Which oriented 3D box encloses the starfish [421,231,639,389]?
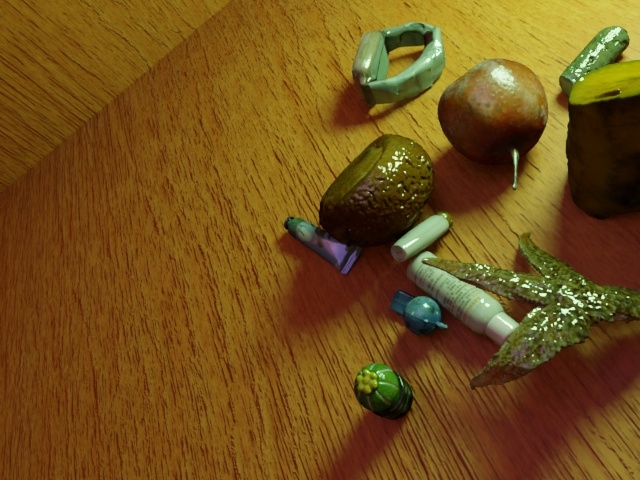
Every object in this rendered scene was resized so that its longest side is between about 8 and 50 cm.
[{"bbox_3d":[0.413,0.116,0.851,0.397,0.132,0.384,-25,39,-14],"label":"starfish"}]

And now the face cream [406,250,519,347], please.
[{"bbox_3d":[0.297,0.122,1.009,0.082,0.082,0.269,-47,49,-1],"label":"face cream"}]

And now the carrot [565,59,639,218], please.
[{"bbox_3d":[0.588,-0.219,0.893,0.241,0.341,0.242,-10,50,12],"label":"carrot"}]

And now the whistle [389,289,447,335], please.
[{"bbox_3d":[0.205,0.155,1.039,0.157,0.090,0.090,24,77,39],"label":"whistle"}]

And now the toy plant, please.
[{"bbox_3d":[0.123,0.299,0.956,0.092,0.162,0.093,-16,54,23],"label":"toy plant"}]

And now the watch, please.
[{"bbox_3d":[0.241,-0.519,1.412,0.240,0.162,0.254,10,70,23],"label":"watch"}]

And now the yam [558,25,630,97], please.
[{"bbox_3d":[0.636,-0.416,1.128,0.179,0.078,0.078,-48,48,3],"label":"yam"}]

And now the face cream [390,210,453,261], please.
[{"bbox_3d":[0.233,-0.011,1.094,0.182,0.051,0.072,-32,9,-35],"label":"face cream"}]

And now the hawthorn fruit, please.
[{"bbox_3d":[0.408,-0.286,1.108,0.263,0.231,0.235,44,99,4],"label":"hawthorn fruit"}]

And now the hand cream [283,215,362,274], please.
[{"bbox_3d":[0.000,0.000,1.301,0.256,0.055,0.088,31,86,34],"label":"hand cream"}]

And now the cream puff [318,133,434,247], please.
[{"bbox_3d":[0.146,-0.106,1.155,0.303,0.212,0.303,-47,12,13],"label":"cream puff"}]
